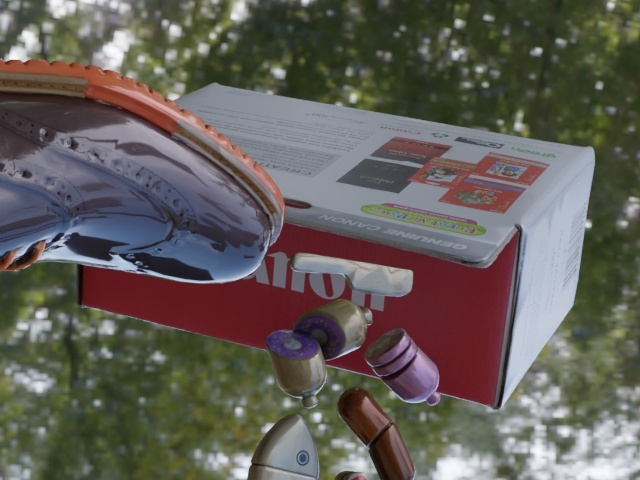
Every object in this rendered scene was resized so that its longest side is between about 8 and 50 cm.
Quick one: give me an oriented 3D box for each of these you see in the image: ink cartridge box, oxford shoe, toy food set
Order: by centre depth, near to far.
[{"bbox_3d":[-0.132,-0.010,0.496,0.097,0.271,0.098,-39,-133,46],"label":"oxford shoe"},{"bbox_3d":[0.012,0.067,0.533,0.019,0.078,0.122,-9,-105,58],"label":"toy food set"},{"bbox_3d":[0.000,0.000,0.964,0.310,0.272,0.130,12,-69,20],"label":"ink cartridge box"}]
